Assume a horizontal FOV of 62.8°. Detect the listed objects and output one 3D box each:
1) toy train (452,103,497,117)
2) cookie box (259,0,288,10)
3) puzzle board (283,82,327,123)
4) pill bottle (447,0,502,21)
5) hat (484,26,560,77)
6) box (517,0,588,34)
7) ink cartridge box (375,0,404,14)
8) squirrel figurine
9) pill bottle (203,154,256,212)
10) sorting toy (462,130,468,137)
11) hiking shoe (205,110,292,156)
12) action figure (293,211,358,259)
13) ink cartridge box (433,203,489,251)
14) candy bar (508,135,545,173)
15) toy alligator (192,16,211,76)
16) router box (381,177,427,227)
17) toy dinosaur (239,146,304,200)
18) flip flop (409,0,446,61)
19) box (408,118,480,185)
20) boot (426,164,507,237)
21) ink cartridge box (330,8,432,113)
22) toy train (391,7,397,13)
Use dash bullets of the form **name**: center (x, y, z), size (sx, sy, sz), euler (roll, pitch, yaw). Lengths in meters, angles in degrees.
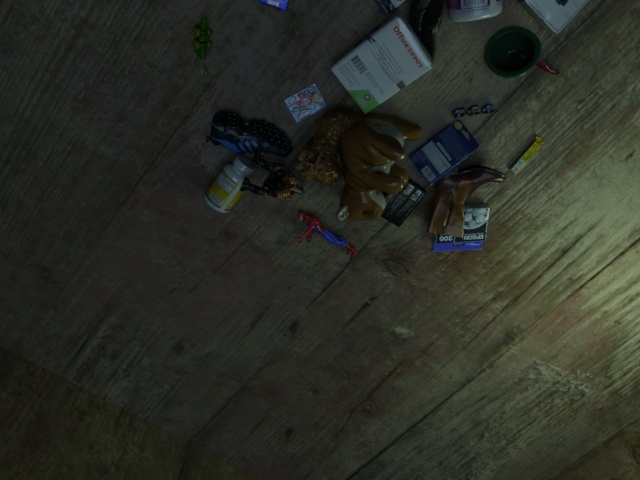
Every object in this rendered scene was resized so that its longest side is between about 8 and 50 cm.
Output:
- **toy train**: center (0.552, -0.466, 1.883), size (0.158, 0.027, 0.036), euler (-6, 107, 3)
- **cookie box**: center (-0.140, -0.807, 1.683), size (0.091, 0.040, 0.107), euler (16, 116, -9)
- **puzzle board**: center (-0.053, -0.488, 1.870), size (0.128, 0.011, 0.096), euler (-26, 115, 13)
- **pill bottle**: center (0.467, -0.842, 1.604), size (0.169, 0.169, 0.302), euler (-9, 117, 4)
- **hat**: center (0.680, -0.608, 1.812), size (0.173, 0.183, 0.208), euler (-47, 68, 14)
- **box**: center (0.791, -0.828, 1.661), size (0.169, 0.087, 0.290), euler (34, 112, -17)
- **ink cartridge box**: center (0.189, -0.833, 1.659), size (0.097, 0.046, 0.207), euler (-38, 111, 3)
- **squirrel figurine**: center (0.120, -0.261, 1.888), size (0.396, 0.281, 0.371), euler (21, 127, 4)
- **pill bottle**: center (-0.332, -0.213, 1.950), size (0.117, 0.118, 0.208), euler (34, 112, -17)
- **sorting toy**: center (0.500, -0.378, 1.935), size (0.083, 0.012, 0.062), euler (7, 116, -4)
- **hiking shoe**: center (-0.251, -0.365, 1.896), size (0.304, 0.113, 0.132), euler (20, 142, -14)
- **action figure**: center (0.000, 0.000, 2.078), size (0.280, 0.091, 0.139), euler (40, 98, -19)
- **ink cartridge box**: center (0.559, -0.041, 2.095), size (0.206, 0.045, 0.208), euler (-3, 119, 0)
- **candy bar**: center (0.771, -0.317, 1.968), size (0.040, 0.018, 0.161), euler (32, 113, -12)
- **toy alligator**: center (-0.405, -0.651, 1.759), size (0.051, 0.056, 0.190), euler (29, 124, 32)
- **router box**: center (0.303, -0.155, 2.030), size (0.133, 0.046, 0.179), euler (31, 113, -16)
- **toy dinosaur**: center (-0.151, -0.211, 1.836), size (0.218, 0.322, 0.164), euler (23, 86, -11)
- **flip flop**: center (0.353, -0.711, 1.723), size (0.112, 0.080, 0.277), euler (16, 136, 19)
- **box**: center (0.452, -0.320, 1.912), size (0.225, 0.036, 0.136), euler (-37, 75, 18)
- **boot**: center (0.549, -0.143, 1.978), size (0.264, 0.096, 0.281), euler (4, 104, -2)
- **ink cartridge box**: center (0.203, -0.587, 1.735), size (0.272, 0.115, 0.198), euler (-30, 115, 28)
- **toy train**: center (0.222, -0.777, 1.719), size (0.023, 0.017, 0.083), euler (-45, 110, 8)
